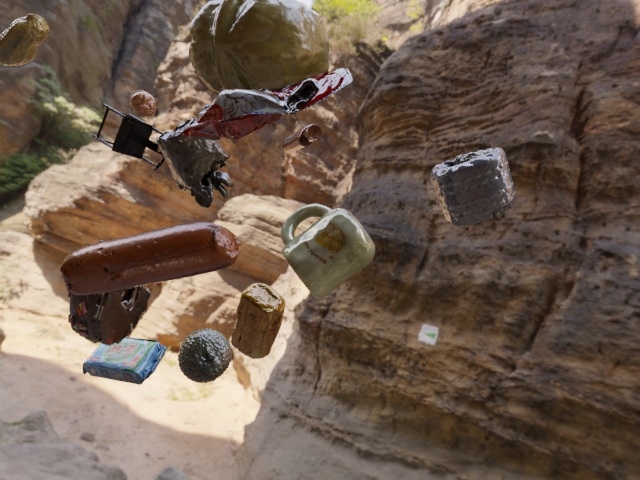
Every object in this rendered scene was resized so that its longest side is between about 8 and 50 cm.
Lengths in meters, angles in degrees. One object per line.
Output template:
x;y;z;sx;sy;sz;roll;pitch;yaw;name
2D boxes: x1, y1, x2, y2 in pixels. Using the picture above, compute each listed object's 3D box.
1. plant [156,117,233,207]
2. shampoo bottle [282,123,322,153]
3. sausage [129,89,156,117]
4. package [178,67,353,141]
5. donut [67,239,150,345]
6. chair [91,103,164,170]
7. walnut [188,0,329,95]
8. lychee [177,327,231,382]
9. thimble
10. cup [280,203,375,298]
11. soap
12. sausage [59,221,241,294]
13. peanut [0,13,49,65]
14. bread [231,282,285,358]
-0.414;-0.265;1.396;0.199;0.188;0.276;18;-42;48;plant
-0.087;-0.484;1.929;0.076;0.118;0.314;46;-16;-20;shampoo bottle
-0.616;-0.475;1.405;0.086;0.086;0.289;29;4;-32;sausage
-0.084;-0.213;0.634;0.269;0.194;0.071;-13;-52;3;package
-0.651;0.184;1.250;0.136;0.259;0.345;16;-30;3;donut
-0.715;-0.391;1.546;0.260;0.155;0.141;29;10;23;chair
-0.127;-0.417;0.899;0.282;0.253;0.277;42;33;20;walnut
-0.558;0.554;1.956;0.255;0.255;0.274;26;-30;-18;lychee
0.414;-0.147;1.130;0.236;0.205;0.172;15;-56;70;thimble
0.011;0.015;1.095;0.173;0.202;0.255;54;-3;-28;cup
-0.709;0.431;1.479;0.293;0.156;0.077;2;-56;14;soap
-0.311;0.032;0.742;0.330;0.102;0.102;-12;-14;2;sausage
-0.879;-0.586;1.197;0.093;0.194;0.083;51;13;-33;peanut
-0.233;0.310;1.534;0.166;0.294;0.132;24;35;11;bread
